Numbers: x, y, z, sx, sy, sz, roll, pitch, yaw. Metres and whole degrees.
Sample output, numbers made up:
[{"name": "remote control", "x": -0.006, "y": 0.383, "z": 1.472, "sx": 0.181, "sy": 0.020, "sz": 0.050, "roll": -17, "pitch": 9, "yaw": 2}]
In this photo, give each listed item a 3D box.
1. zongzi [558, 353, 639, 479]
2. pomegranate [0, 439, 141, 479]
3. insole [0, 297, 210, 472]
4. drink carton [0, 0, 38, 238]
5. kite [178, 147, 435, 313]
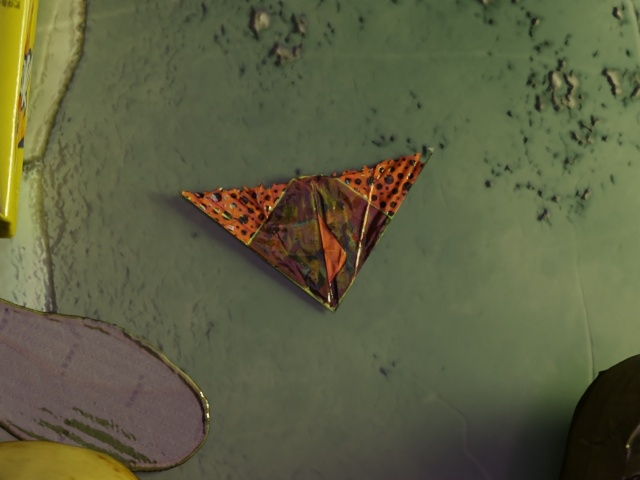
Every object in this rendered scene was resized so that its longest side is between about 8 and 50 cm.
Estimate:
[{"name": "zongzi", "x": 0.188, "y": 0.281, "z": 1.217, "sx": 0.393, "sy": 0.174, "sz": 0.356, "roll": -8, "pitch": 80, "yaw": -2}, {"name": "pomegranate", "x": -0.194, "y": 0.300, "z": 1.064, "sx": 0.343, "sy": 0.342, "sz": 0.342, "roll": 1, "pitch": 84, "yaw": -9}, {"name": "insole", "x": -0.251, "y": 0.090, "z": 1.236, "sx": 0.348, "sy": 0.009, "sz": 0.119, "roll": 28, "pitch": 81, "yaw": -6}, {"name": "drink carton", "x": -0.275, "y": -0.184, "z": 1.185, "sx": 0.111, "sy": 0.154, "sz": 0.351, "roll": 5, "pitch": 83, "yaw": -9}, {"name": "kite", "x": 0.000, "y": 0.000, "z": 1.287, "sx": 0.222, "sy": 0.008, "sz": 0.125, "roll": -9, "pitch": 86, "yaw": -10}]
